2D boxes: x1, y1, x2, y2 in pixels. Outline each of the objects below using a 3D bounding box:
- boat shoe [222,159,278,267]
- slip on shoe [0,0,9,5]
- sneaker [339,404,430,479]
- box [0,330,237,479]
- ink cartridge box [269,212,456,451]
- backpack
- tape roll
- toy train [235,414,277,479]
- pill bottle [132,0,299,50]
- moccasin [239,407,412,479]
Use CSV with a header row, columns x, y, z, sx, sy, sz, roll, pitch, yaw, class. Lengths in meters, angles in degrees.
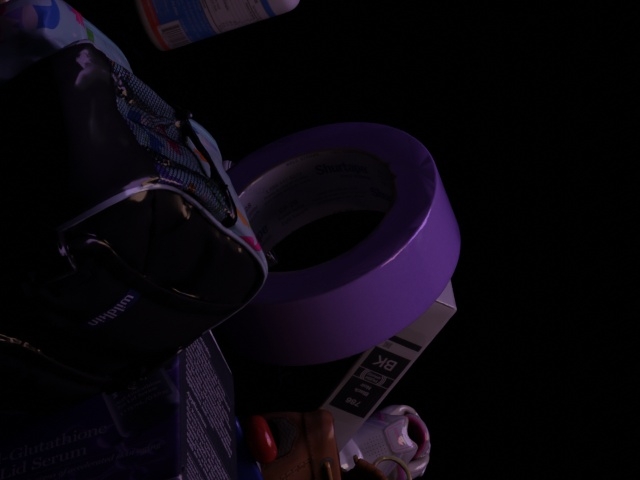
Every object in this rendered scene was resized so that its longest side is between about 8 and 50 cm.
x,y,z,sx,sy,sz,roll,pitch,yaw,class
-0.085,-0.030,2.346,0.049,0.040,0.142,32,41,-78,boat shoe
-0.238,-0.177,1.606,0.041,0.051,0.135,61,15,-2,slip on shoe
0.078,0.247,2.304,0.252,0.111,0.103,13,57,-83,sneaker
-0.139,0.135,1.249,0.207,0.153,0.108,-98,168,-53,box
0.024,0.125,2.141,0.065,0.332,0.165,22,32,-22,ink cartridge box
-0.158,-0.005,1.115,0.253,0.225,0.191,37,27,-61,backpack
0.000,0.000,2.023,0.274,0.275,0.090,-97,167,-51,tape roll
-0.099,0.157,1.690,0.143,0.105,0.248,-114,-177,-64,toy train
-0.095,-0.298,2.192,0.124,0.222,0.124,-17,90,-82,pill bottle
0.023,0.284,2.050,0.380,0.147,0.139,65,12,-46,moccasin
